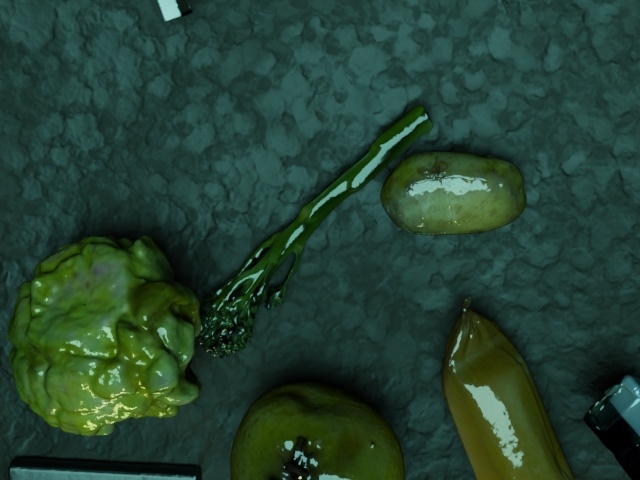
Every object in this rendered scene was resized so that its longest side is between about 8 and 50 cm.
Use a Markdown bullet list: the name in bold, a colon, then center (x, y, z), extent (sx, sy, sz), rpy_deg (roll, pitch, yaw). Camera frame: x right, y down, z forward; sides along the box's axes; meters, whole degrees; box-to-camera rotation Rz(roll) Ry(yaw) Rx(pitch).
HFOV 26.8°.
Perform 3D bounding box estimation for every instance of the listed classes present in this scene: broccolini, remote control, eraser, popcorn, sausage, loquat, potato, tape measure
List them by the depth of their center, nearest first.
- **eraser**: center (-0.184, -0.322, 1.510), extent (0.023, 0.104, 0.150), rpy_deg (-18, 101, 6)
- **popcorn**: center (-0.238, 0.119, 1.561), extent (0.259, 0.212, 0.259), rpy_deg (-5, 63, 11)
- **potato**: center (0.155, -0.055, 1.563), extent (0.170, 0.080, 0.107), rpy_deg (-3, 133, 4)
- **tape measure**: center (0.419, 0.251, 1.573), extent (0.107, 0.181, 0.182), rpy_deg (-49, 59, 17)
- **loquat**: center (-0.005, 0.275, 1.586), extent (0.213, 0.213, 0.213), rpy_deg (1, 103, 3)
- **broccolini**: center (-0.001, -0.003, 1.602), extent (0.392, 0.074, 0.079), rpy_deg (-42, 56, 10)
- **sausage**: center (0.218, 0.216, 1.613), extent (0.112, 0.112, 0.328), rpy_deg (-21, 100, 8)
- **remote control**: center (-0.273, 0.310, 1.702), extent (0.245, 0.025, 0.063), rpy_deg (2, 99, 2)
